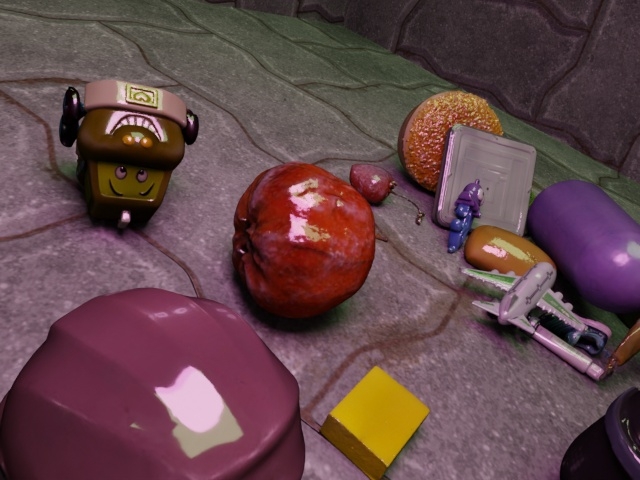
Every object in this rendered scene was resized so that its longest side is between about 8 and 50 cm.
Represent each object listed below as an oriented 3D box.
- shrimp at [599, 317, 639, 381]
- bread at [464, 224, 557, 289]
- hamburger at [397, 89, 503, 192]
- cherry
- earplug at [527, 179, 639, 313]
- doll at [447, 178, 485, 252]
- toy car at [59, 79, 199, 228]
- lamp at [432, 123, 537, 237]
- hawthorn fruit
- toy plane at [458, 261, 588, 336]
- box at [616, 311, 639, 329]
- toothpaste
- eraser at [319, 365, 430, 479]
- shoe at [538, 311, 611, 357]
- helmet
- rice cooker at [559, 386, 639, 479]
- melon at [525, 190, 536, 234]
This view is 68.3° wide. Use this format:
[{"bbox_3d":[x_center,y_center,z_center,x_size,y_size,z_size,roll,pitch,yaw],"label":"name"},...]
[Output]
[{"bbox_3d":[0.658,0.196,0.899,0.287,0.185,0.068,11,9,-32],"label":"shrimp"},{"bbox_3d":[0.446,0.040,1.099,0.217,0.098,0.147,29,36,13],"label":"bread"},{"bbox_3d":[0.362,-0.271,1.323,0.302,0.302,0.170,9,13,-20],"label":"hamburger"},{"bbox_3d":[0.165,-0.115,1.169,0.225,0.090,0.107,36,21,5],"label":"cherry"},{"bbox_3d":[0.623,0.012,1.074,0.215,0.215,0.456,25,23,4],"label":"earplug"},{"bbox_3d":[0.349,-0.060,1.140,0.067,0.206,0.110,17,-14,30],"label":"doll"},{"bbox_3d":[-0.315,-0.121,0.773,0.204,0.248,0.198,4,74,-30],"label":"toy car"},{"bbox_3d":[0.432,-0.146,1.235,0.267,0.269,0.047,11,-3,-15],"label":"lamp"},{"bbox_3d":[0.000,0.000,0.753,0.272,0.242,0.242,5,36,-26],"label":"hawthorn fruit"},{"bbox_3d":[0.408,0.110,0.944,0.251,0.101,0.255,29,34,33],"label":"toy plane"},{"bbox_3d":[0.856,0.132,1.171,0.273,0.143,0.184,13,33,-16],"label":"box"},{"bbox_3d":[0.460,0.203,0.927,0.048,0.031,0.190,-25,51,-39],"label":"toothpaste"},{"bbox_3d":[0.073,0.236,0.622,0.097,0.045,0.122,38,35,22],"label":"eraser"},{"bbox_3d":[0.513,0.188,0.959,0.143,0.064,0.071,21,50,7],"label":"shoe"},{"bbox_3d":[-0.159,0.158,0.460,0.338,0.197,0.271,40,38,24],"label":"helmet"},{"bbox_3d":[0.444,0.312,0.574,0.267,0.224,0.267,17,33,-12],"label":"rice cooker"},{"bbox_3d":[0.550,-0.112,1.376,0.064,0.118,0.209,-21,47,-41],"label":"melon"}]
